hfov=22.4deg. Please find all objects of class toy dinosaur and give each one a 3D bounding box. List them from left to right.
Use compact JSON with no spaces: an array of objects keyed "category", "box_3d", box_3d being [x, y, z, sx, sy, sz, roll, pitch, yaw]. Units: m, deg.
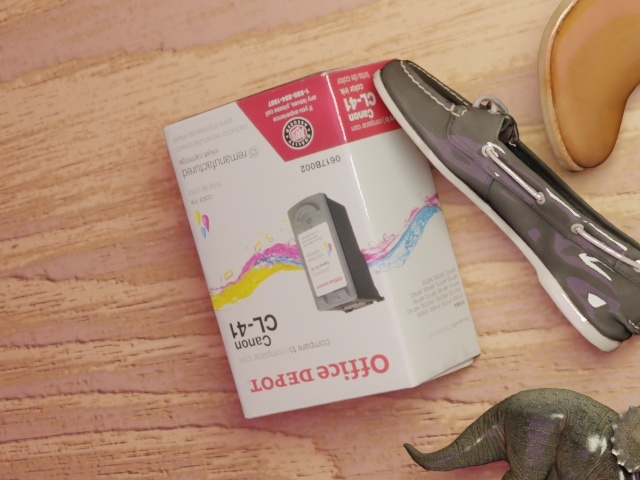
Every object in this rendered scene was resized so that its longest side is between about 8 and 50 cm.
[{"category":"toy dinosaur","box_3d":[0.230,0.200,1.478,0.313,0.121,0.160,14,97,38]}]

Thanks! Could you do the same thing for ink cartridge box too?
[{"category":"ink cartridge box","box_3d":[0.000,0.000,1.571,0.226,0.131,0.306,-15,90,38]}]

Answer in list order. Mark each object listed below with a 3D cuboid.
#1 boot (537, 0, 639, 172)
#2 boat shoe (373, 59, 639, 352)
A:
[{"category":"boot","box_3d":[0.305,-0.178,1.332,0.220,0.109,0.283,14,102,29]},{"category":"boat shoe","box_3d":[0.186,-0.053,1.443,0.095,0.112,0.335,-44,79,19]}]
